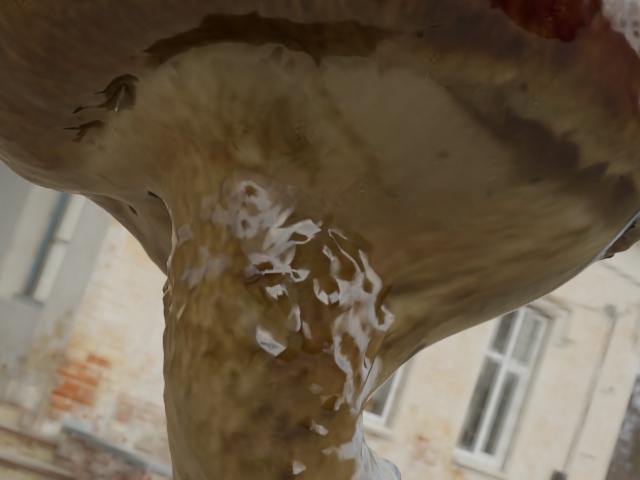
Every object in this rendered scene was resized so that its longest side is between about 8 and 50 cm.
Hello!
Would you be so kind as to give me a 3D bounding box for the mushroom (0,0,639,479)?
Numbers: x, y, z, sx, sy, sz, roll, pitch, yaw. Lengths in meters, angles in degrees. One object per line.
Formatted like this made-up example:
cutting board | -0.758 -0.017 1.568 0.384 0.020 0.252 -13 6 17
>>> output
mushroom | 0.016 -0.032 0.474 0.267 0.267 0.254 33 25 -55
